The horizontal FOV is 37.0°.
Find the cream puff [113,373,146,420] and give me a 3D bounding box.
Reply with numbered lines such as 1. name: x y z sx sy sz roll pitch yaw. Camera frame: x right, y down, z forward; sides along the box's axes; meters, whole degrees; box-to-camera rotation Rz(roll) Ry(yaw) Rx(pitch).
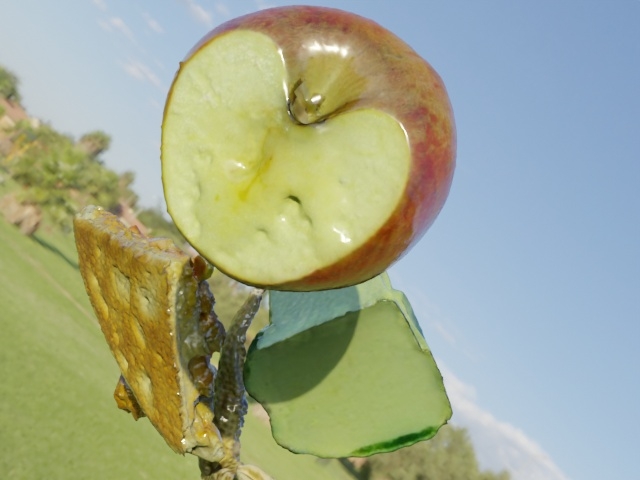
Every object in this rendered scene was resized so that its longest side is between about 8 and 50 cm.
1. cream puff: -0.271 0.233 1.520 0.122 0.116 0.094 52 -29 28

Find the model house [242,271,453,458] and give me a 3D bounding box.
1. model house: 0.025 0.112 1.071 0.214 0.195 0.189 58 14 -33

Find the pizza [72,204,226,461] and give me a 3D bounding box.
1. pizza: -0.207 0.104 1.140 0.268 0.087 0.257 22 -60 47

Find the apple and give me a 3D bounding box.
1. apple: -0.007 -0.063 0.625 0.195 0.173 0.160 30 34 12

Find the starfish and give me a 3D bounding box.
1. starfish: -0.122 0.251 1.292 0.432 0.082 0.324 -102 -160 -45
